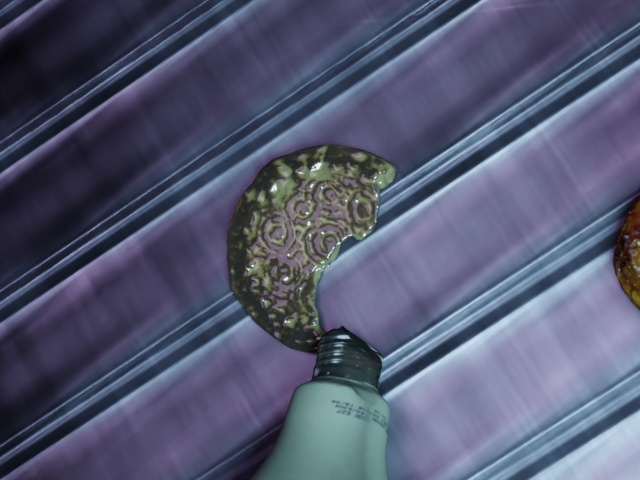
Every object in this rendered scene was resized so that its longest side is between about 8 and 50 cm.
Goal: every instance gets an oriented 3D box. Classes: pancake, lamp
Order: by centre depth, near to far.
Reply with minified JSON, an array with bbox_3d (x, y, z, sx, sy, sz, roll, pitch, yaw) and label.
[{"bbox_3d":[0.016,0.237,1.402,0.182,0.182,0.314,20,60,19],"label":"lamp"},{"bbox_3d":[0.000,0.000,1.514,0.190,0.020,0.184,-34,71,7],"label":"pancake"}]

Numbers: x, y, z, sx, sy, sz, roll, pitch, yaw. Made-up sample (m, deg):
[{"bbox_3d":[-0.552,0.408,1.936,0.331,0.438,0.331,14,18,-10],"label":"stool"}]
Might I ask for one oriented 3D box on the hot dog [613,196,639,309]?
[{"bbox_3d":[0.354,0.026,1.370,0.227,0.099,0.160,25,85,22],"label":"hot dog"}]
